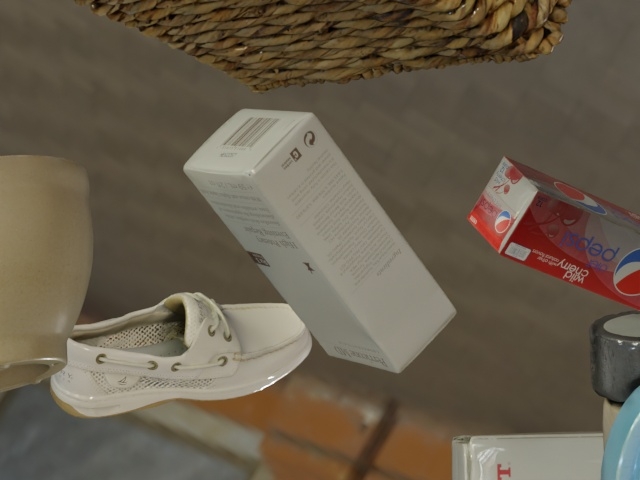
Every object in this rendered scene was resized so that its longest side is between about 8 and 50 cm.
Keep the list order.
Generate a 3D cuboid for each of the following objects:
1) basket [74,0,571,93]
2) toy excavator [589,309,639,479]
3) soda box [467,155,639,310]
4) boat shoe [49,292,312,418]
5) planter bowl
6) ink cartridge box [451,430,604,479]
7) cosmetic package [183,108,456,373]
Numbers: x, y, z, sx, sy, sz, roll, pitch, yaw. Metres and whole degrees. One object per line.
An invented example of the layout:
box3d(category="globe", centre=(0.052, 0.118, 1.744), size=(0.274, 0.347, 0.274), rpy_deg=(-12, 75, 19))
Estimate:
box3d(category="basket", centre=(-0.006, -0.233, 1.246), size=(0.223, 0.214, 0.299), rpy_deg=(23, 163, -40))
box3d(category="toy excavator", centre=(0.452, 0.196, 1.495), size=(0.432, 0.222, 0.445), rpy_deg=(-5, -168, -10))
box3d(category="soda box", centre=(0.293, 0.002, 2.152), size=(0.263, 0.083, 0.092), rpy_deg=(22, -163, -30))
box3d(category="boat shoe", centre=(-0.128, 0.098, 1.947), size=(0.098, 0.277, 0.096), rpy_deg=(48, 141, 42))
box3d(category="planter bowl", centre=(-0.198, 0.029, 1.114), size=(0.162, 0.109, 0.162), rpy_deg=(-14, 169, -3))
box3d(category="ink cartridge box", centre=(0.282, 0.293, 1.893), size=(0.306, 0.226, 0.131), rpy_deg=(0, 175, -3))
box3d(category="cosmetic package", centre=(0.000, 0.000, 1.661), size=(0.231, 0.085, 0.117), rpy_deg=(54, 158, -24))
